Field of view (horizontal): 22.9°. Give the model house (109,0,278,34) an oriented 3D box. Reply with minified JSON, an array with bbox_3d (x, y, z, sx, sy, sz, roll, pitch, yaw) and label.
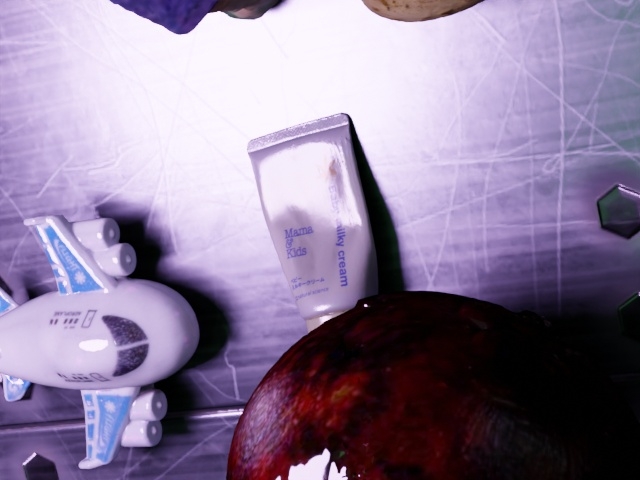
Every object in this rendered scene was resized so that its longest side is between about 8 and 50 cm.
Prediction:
[{"bbox_3d":[-0.141,-0.351,1.332,0.245,0.280,0.312,-43,84,28],"label":"model house"}]

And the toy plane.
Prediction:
[{"bbox_3d":[-0.246,0.100,1.597,0.266,0.122,0.267,6,107,20],"label":"toy plane"}]

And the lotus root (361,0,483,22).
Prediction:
[{"bbox_3d":[0.111,-0.263,1.335,0.214,0.138,0.138,-16,97,15],"label":"lotus root"}]

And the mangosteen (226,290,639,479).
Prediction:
[{"bbox_3d":[0.106,0.248,1.344,0.381,0.381,0.421,13,126,21],"label":"mangosteen"}]

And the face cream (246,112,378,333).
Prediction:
[{"bbox_3d":[0.000,0.000,1.495,0.114,0.070,0.224,-15,89,27],"label":"face cream"}]
